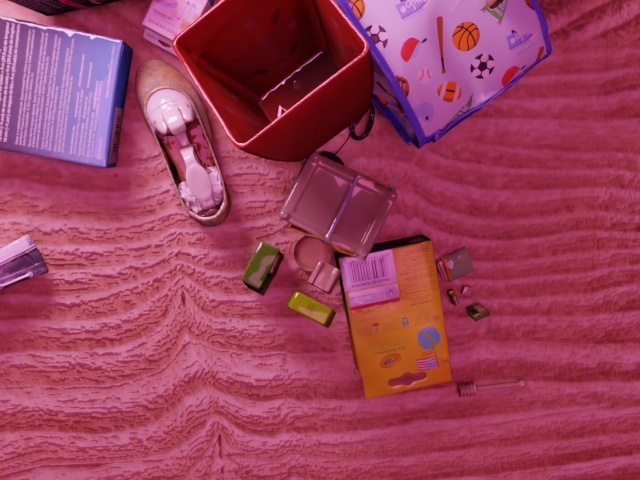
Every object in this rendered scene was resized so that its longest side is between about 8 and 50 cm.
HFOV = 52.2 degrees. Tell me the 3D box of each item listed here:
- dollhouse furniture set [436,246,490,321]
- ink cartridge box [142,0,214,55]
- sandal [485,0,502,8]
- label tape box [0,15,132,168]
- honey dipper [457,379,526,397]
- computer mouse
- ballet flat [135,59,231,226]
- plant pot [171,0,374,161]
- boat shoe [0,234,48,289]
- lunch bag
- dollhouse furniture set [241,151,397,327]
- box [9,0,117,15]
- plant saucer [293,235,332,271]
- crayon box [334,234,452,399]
[{"bbox_3d":[0.313,0.097,1.415,0.076,0.058,0.151,-23,102,-2],"label":"dollhouse furniture set"},{"bbox_3d":[-0.270,-0.431,1.242,0.092,0.090,0.143,26,95,-10],"label":"ink cartridge box"},{"bbox_3d":[0.333,-0.474,1.111,0.049,0.072,0.180,39,85,8],"label":"sandal"},{"bbox_3d":[-0.545,-0.284,1.228,0.334,0.106,0.240,10,98,-7],"label":"label tape box"},{"bbox_3d":[0.391,0.332,1.481,0.161,0.030,0.030,-5,100,-8],"label":"honey dipper"},{"bbox_3d":[0.036,-0.185,1.351,0.071,0.041,0.242,37,89,6],"label":"computer mouse"},{"bbox_3d":[-0.265,-0.189,1.273,0.123,0.123,0.348,-21,101,-3],"label":"ballet flat"},{"bbox_3d":[-0.056,-0.293,1.180,0.267,0.236,0.267,-36,67,7],"label":"plant pot"},{"bbox_3d":[-0.685,0.102,1.286,0.301,0.108,0.102,-29,100,-8],"label":"boat shoe"},{"bbox_3d":[0.203,-0.413,1.227,0.328,0.239,0.385,-37,95,-2],"label":"lunch bag"},{"bbox_3d":[0.000,0.000,1.310,0.197,0.151,0.301,27,83,4],"label":"dollhouse furniture set"},{"bbox_3d":[-0.419,-0.511,1.139,0.270,0.143,0.165,-7,93,12],"label":"box"},{"bbox_3d":[-0.017,0.024,1.387,0.083,0.015,0.083,-1,101,-7],"label":"plant saucer"},{"bbox_3d":[0.157,0.163,1.398,0.202,0.081,0.318,-10,100,-4],"label":"crayon box"}]
